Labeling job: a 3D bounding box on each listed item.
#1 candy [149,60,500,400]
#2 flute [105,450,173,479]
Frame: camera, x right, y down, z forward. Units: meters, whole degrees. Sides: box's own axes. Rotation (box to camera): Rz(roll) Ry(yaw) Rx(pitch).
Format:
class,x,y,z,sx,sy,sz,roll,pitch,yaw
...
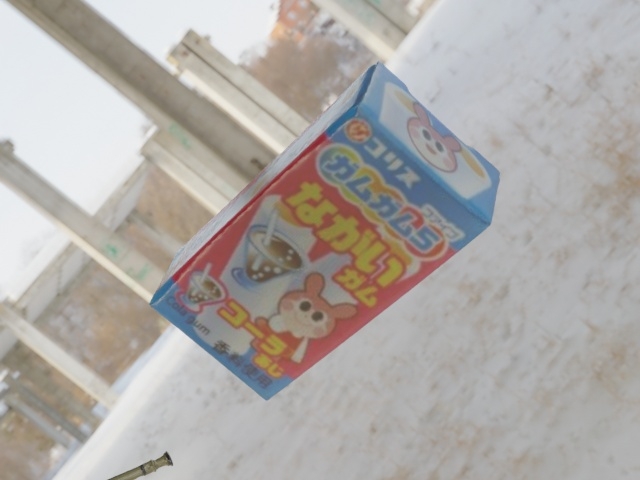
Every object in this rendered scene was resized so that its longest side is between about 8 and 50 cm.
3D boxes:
class,x,y,z,sx,sy,sz,roll,pitch,yaw
candy,0.000,0.000,0.930,0.306,0.157,0.100,-41,15,30
flute,-0.331,0.371,1.536,0.233,0.027,0.027,-21,-7,-18
